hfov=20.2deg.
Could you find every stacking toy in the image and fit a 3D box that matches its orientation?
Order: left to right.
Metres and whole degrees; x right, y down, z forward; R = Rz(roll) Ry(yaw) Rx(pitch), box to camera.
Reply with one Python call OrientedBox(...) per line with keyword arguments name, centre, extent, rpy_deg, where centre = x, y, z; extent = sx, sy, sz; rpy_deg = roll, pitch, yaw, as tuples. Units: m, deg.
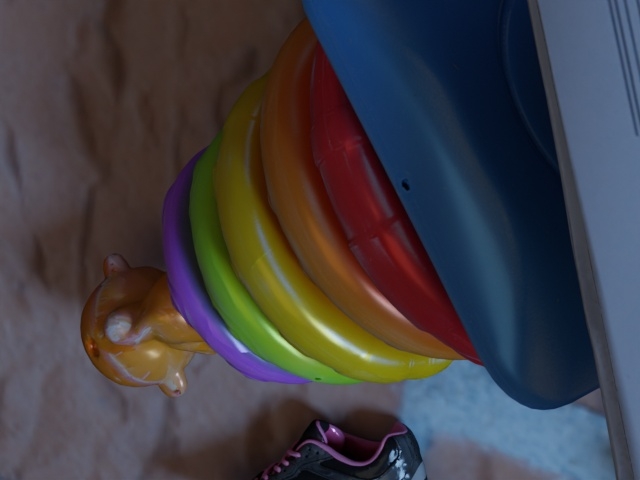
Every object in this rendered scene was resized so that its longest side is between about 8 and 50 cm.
OrientedBox(name="stacking toy", centre=(0.000, 0.000, 0.695), extent=(0.302, 0.165, 0.175), rpy_deg=(-29, 88, 45))

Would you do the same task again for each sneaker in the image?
OrientedBox(name="sneaker", centre=(-0.004, 0.107, 0.813), extent=(0.119, 0.047, 0.057), rpy_deg=(-9, 107, 20))

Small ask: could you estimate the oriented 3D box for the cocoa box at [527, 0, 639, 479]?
OrientedBox(name="cocoa box", centre=(0.263, -0.028, 0.460), extent=(0.347, 0.228, 0.231), rpy_deg=(-12, 89, 30))
